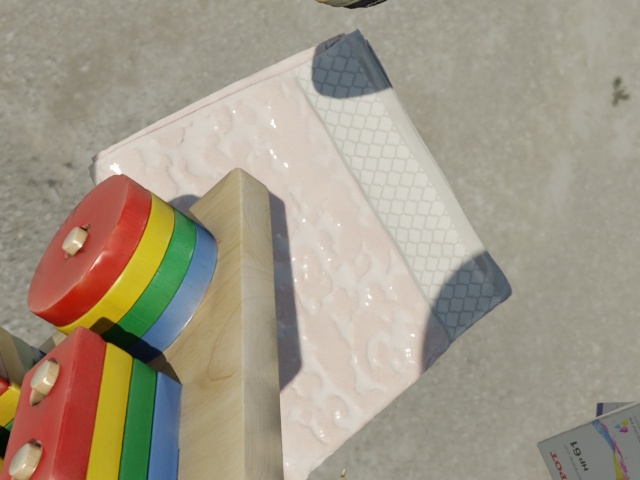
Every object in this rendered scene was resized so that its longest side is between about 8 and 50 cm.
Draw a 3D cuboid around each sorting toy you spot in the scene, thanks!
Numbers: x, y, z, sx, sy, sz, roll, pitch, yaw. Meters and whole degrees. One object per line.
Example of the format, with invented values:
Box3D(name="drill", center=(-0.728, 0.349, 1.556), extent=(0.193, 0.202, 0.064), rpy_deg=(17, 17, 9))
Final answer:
Box3D(name="sorting toy", center=(-0.143, 0.095, 0.496), extent=(0.089, 0.257, 0.255), rpy_deg=(37, 26, -28))

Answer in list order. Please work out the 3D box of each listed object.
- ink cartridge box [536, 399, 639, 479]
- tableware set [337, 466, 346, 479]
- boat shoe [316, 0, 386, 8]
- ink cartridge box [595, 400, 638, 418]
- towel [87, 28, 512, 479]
Box3D(name="ink cartridge box", center=(0.199, 0.142, 0.567), extent=(0.052, 0.122, 0.088), rpy_deg=(-14, 73, -30))
Box3D(name="tableware set", center=(-0.003, 0.382, 1.233), extent=(0.169, 0.020, 0.141), rpy_deg=(-38, 145, -50))
Box3D(name="boat shoe", center=(0.108, -0.193, 0.472), extent=(0.092, 0.285, 0.102), rpy_deg=(20, 54, -37))
Box3D(name="ink cartridge box", center=(0.490, 0.242, 1.097), extent=(0.165, 0.333, 0.065), rpy_deg=(-49, 129, -61))
Box3D(name="towel", center=(0.000, 0.000, 0.880), extent=(0.317, 0.053, 0.331), rpy_deg=(-34, 97, -29))
